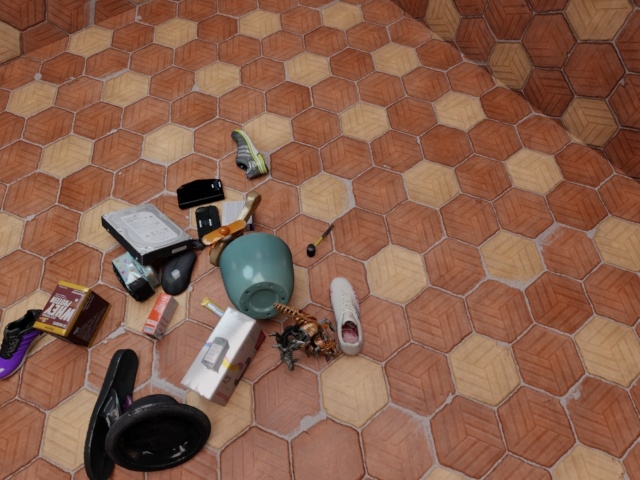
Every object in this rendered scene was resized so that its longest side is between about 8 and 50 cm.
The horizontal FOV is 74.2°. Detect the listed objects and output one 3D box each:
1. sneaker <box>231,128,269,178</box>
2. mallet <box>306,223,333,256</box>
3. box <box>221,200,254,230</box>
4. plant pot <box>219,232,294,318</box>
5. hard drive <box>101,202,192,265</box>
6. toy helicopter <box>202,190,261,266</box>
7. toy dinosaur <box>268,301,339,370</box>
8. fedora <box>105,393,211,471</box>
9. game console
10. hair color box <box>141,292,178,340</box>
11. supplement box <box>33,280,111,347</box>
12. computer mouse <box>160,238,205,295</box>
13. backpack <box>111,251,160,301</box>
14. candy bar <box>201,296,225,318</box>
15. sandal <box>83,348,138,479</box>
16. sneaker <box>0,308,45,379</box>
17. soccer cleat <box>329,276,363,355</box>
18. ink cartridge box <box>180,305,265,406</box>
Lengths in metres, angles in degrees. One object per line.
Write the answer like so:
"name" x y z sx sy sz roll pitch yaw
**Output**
"sneaker" -0.373 -0.424 2.065 0.121 0.111 0.300 -31 64 -10
"mallet" 0.000 0.000 1.880 0.039 0.062 0.190 32 53 15
"box" -0.371 -0.109 1.916 0.137 0.072 0.126 -4 63 -1
"plant pot" -0.230 0.153 1.612 0.293 0.293 0.235 -15 36 -7
"hard drive" -0.742 -0.039 1.806 0.339 0.064 0.237 34 37 30
"toy helicopter" -0.356 -0.052 1.757 0.140 0.235 0.355 28 85 15
"toy dinosaur" -0.067 0.348 1.593 0.218 0.164 0.322 -39 92 3
"fedora" -0.551 0.630 1.449 0.334 0.334 0.152 -25 34 -12
"game console" -0.540 -0.137 1.945 0.213 0.044 0.361 -14 60 -6
"hair color box" -0.640 0.305 1.694 0.053 0.093 0.167 13 63 8
"supplement box" -0.956 0.290 1.649 0.129 0.194 0.191 13 64 7
"computer mouse" -0.614 0.098 1.813 0.188 0.072 0.272 4 63 2
"backpack" -0.762 0.135 1.743 0.188 0.166 0.144 42 69 16
"candy bar" -0.421 0.291 1.740 0.161 0.018 0.040 32 68 17
"sandal" -0.715 0.604 1.493 0.107 0.167 0.446 -3 61 9
"sneaker" -1.181 0.385 1.630 0.102 0.146 0.293 24 65 13
"soccer cleat" 0.109 0.281 1.666 0.116 0.143 0.331 -9 62 -4
"ink cartridge box" -0.344 0.429 1.550 0.131 0.226 0.306 22 66 14
